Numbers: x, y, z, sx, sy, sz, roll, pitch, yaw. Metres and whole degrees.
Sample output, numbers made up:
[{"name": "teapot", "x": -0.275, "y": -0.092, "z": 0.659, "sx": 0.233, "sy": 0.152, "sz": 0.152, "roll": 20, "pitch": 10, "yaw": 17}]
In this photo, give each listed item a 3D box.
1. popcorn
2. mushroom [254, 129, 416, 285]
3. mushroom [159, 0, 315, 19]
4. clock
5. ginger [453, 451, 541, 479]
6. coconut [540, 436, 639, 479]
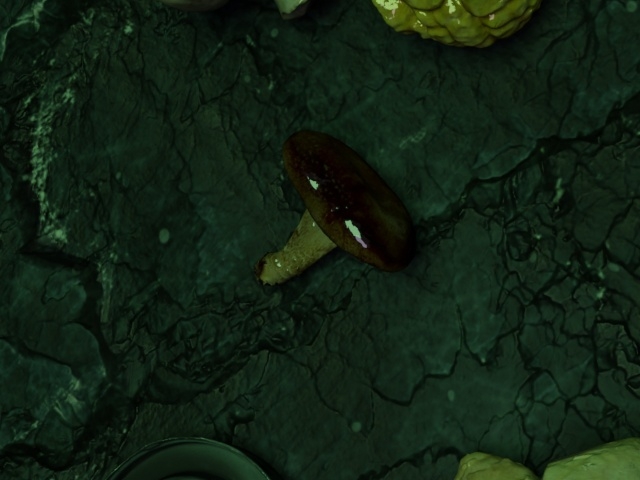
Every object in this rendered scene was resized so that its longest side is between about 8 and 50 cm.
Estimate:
[{"name": "popcorn", "x": 0.165, "y": -0.351, "z": 1.258, "sx": 0.250, "sy": 0.190, "sz": 0.250, "roll": -3, "pitch": 74, "yaw": 11}, {"name": "mushroom", "x": 0.000, "y": 0.000, "z": 1.304, "sx": 0.217, "sy": 0.148, "sz": 0.227, "roll": -52, "pitch": 55, "yaw": 26}, {"name": "mushroom", "x": -0.104, "y": -0.428, "z": 1.349, "sx": 0.290, "sy": 0.297, "sz": 0.298, "roll": 27, "pitch": 91, "yaw": -2}, {"name": "clock", "x": -0.162, "y": 0.414, "z": 1.308, "sx": 0.325, "sy": 0.067, "sz": 0.325, "roll": -4, "pitch": 78, "yaw": 22}, {"name": "ginger", "x": 0.193, "y": 0.337, "z": 1.169, "sx": 0.122, "sy": 0.115, "sz": 0.193, "roll": 23, "pitch": 97, "yaw": 46}, {"name": "coconut", "x": 0.309, "y": 0.318, "z": 1.054, "sx": 0.236, "sy": 0.197, "sz": 0.237, "roll": 5, "pitch": 106, "yaw": 20}]
